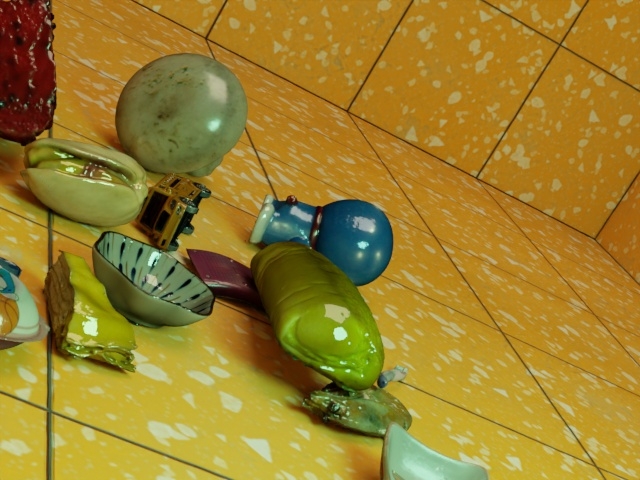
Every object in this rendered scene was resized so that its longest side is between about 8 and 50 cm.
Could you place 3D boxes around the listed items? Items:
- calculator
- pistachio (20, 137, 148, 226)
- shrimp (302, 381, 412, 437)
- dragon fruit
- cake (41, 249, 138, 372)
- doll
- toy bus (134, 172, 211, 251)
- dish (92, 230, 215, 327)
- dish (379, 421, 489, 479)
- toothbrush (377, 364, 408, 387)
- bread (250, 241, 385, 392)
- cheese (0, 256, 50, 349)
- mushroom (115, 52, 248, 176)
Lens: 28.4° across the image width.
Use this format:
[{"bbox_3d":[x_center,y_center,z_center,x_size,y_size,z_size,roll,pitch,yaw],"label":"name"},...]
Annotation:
[{"bbox_3d":[-0.117,0.068,1.965,0.191,0.034,0.126,23,15,-30],"label":"calculator"},{"bbox_3d":[-0.349,-0.082,1.861,0.201,0.117,0.145,11,-14,-35],"label":"pistachio"},{"bbox_3d":[0.043,0.226,1.732,0.115,0.051,0.217,34,15,38],"label":"shrimp"},{"bbox_3d":[-0.566,-0.228,1.949,0.329,0.227,0.286,-5,-7,-15],"label":"dragon fruit"},{"bbox_3d":[-0.270,0.084,1.531,0.116,0.079,0.185,22,13,-22],"label":"cake"},{"bbox_3d":[0.000,0.000,2.231,0.257,0.161,0.215,14,29,0],"label":"doll"},{"bbox_3d":[-0.238,-0.050,2.013,0.088,0.083,0.194,27,13,-2],"label":"toy bus"},{"bbox_3d":[-0.233,0.066,1.679,0.191,0.066,0.190,31,13,-8],"label":"dish"},{"bbox_3d":[0.134,0.322,1.538,0.151,0.077,0.212,27,15,-7],"label":"dish"},{"bbox_3d":[0.108,0.204,1.897,0.027,0.021,0.269,14,0,10],"label":"toothbrush"},{"bbox_3d":[-0.002,0.090,1.820,0.166,0.112,0.383,32,8,-16],"label":"bread"},{"bbox_3d":[-0.387,0.053,1.409,0.189,0.074,0.286,28,10,-14],"label":"cheese"},{"bbox_3d":[-0.247,-0.215,2.323,0.244,0.243,0.243,29,15,-8],"label":"mushroom"}]
